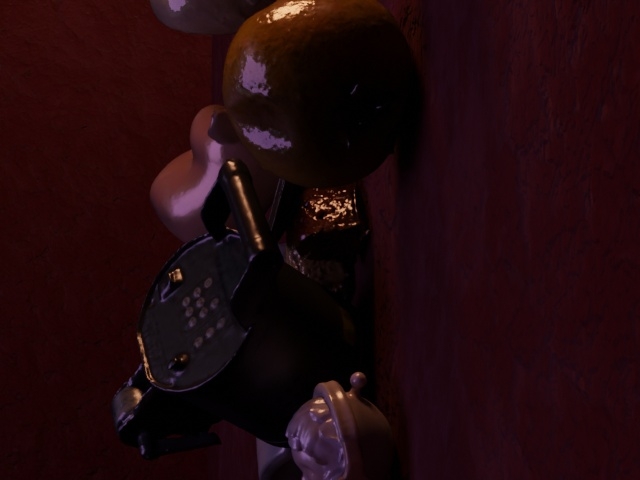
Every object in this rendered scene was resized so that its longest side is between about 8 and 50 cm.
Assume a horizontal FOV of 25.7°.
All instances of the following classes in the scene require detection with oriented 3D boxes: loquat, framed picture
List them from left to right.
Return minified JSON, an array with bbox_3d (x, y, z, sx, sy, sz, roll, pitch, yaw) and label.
[{"bbox_3d":[-0.040,-0.060,1.809,0.201,0.010,0.136,-60,-12,-63],"label":"framed picture"},{"bbox_3d":[-0.004,-0.158,1.472,0.213,0.213,0.213,180,90,-81],"label":"loquat"}]

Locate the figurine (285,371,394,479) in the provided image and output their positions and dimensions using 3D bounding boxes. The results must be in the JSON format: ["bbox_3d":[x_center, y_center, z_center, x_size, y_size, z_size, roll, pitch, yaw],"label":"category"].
[{"bbox_3d":[0.011,0.262,1.557,0.162,0.141,0.236,-131,42,-69],"label":"figurine"}]

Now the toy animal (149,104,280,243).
[{"bbox_3d":[-0.121,-0.098,2.013,0.256,0.195,0.213,-56,22,30],"label":"toy animal"}]

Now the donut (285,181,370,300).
[{"bbox_3d":[0.001,0.001,1.783,0.217,0.085,0.141,99,167,-52],"label":"donut"}]

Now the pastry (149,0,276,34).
[{"bbox_3d":[-0.134,-0.394,2.117,0.265,0.265,0.133,-115,24,-68],"label":"pastry"}]

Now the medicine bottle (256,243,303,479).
[{"bbox_3d":[-0.036,0.167,1.907,0.179,0.124,0.324,108,158,-58],"label":"medicine bottle"}]

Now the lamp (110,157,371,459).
[{"bbox_3d":[-0.066,0.115,1.668,0.374,0.272,0.205,-56,39,30],"label":"lamp"}]
